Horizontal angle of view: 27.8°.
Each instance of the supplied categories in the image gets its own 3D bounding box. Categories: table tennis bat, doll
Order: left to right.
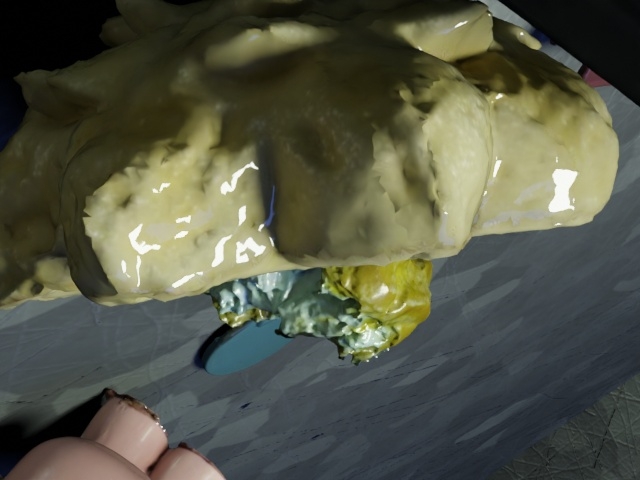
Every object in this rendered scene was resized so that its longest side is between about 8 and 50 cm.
[{"bbox_3d":[-0.195,0.260,0.981,0.268,0.284,0.216,-48,173,-35],"label":"doll"},{"bbox_3d":[-0.051,0.073,1.066,0.100,0.019,0.155,-24,161,-18],"label":"table tennis bat"}]

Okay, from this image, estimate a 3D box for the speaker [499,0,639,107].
[{"bbox_3d":[0.119,-0.107,0.418,0.184,0.388,0.180,-48,171,-32],"label":"speaker"}]

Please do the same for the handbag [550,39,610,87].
[{"bbox_3d":[0.273,-0.183,0.826,0.216,0.074,0.203,-13,153,-39],"label":"handbag"}]

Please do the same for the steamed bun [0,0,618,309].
[{"bbox_3d":[-0.018,-0.055,0.565,0.295,0.137,0.292,-7,-172,-11],"label":"steamed bun"}]

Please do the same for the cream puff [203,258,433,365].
[{"bbox_3d":[0.000,-0.001,0.803,0.121,0.156,0.156,-55,175,-33],"label":"cream puff"}]
